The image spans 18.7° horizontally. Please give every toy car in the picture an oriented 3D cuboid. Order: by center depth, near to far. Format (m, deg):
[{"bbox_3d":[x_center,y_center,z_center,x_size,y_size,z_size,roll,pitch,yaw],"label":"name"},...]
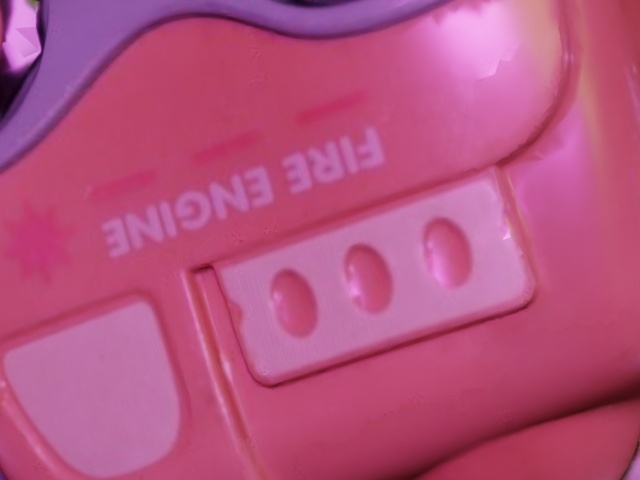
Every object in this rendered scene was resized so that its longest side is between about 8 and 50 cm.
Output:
[{"bbox_3d":[0.000,0.000,0.582,0.270,0.180,0.212,-19,78,24],"label":"toy car"}]
